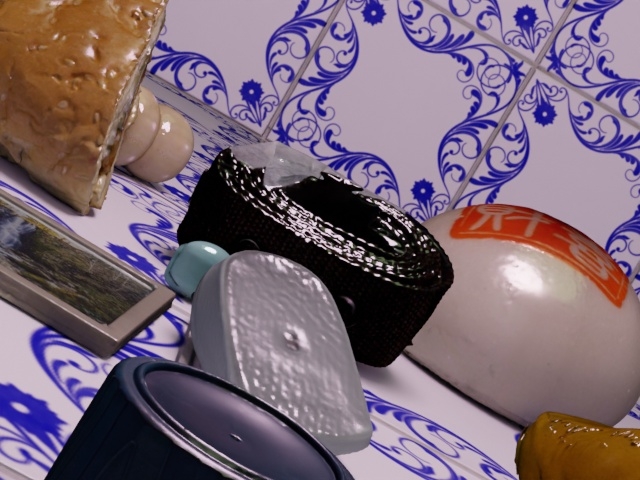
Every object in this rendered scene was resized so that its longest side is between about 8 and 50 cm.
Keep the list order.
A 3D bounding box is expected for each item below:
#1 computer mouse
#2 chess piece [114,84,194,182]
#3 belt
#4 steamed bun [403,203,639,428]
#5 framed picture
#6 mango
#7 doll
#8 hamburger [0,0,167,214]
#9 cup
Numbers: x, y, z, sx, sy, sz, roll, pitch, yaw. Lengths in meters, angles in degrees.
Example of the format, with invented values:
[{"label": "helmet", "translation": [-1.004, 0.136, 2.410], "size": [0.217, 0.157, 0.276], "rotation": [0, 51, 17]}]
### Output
[{"label": "computer mouse", "translation": [-0.038, 0.097, 1.008], "size": [0.127, 0.079, 0.231], "rotation": [15, 33, -21]}, {"label": "chess piece", "translation": [-0.273, -0.157, 1.596], "size": [0.261, 0.143, 0.142], "rotation": [32, 4, -46]}, {"label": "belt", "translation": [0.000, 0.000, 1.326], "size": [0.289, 0.164, 0.184], "rotation": [28, 30, -5]}, {"label": "steamed bun", "translation": [0.262, 0.085, 1.611], "size": [0.374, 0.241, 0.374], "rotation": [28, 11, -6]}, {"label": "framed picture", "translation": [-0.278, -0.014, 1.014], "size": [0.324, 0.020, 0.240], "rotation": [31, 7, 2]}, {"label": "mango", "translation": [0.254, 0.219, 1.051], "size": [0.151, 0.156, 0.248], "rotation": [-11, 22, -17]}, {"label": "doll", "translation": [-0.074, 0.057, 1.178], "size": [0.158, 0.059, 0.159], "rotation": [31, 9, 1]}, {"label": "hamburger", "translation": [-0.291, -0.193, 1.344], "size": [0.209, 0.162, 0.330], "rotation": [16, 52, -7]}, {"label": "cup", "translation": [-0.047, 0.136, 0.471], "size": [0.150, 0.138, 0.113], "rotation": [30, 8, -2]}]
